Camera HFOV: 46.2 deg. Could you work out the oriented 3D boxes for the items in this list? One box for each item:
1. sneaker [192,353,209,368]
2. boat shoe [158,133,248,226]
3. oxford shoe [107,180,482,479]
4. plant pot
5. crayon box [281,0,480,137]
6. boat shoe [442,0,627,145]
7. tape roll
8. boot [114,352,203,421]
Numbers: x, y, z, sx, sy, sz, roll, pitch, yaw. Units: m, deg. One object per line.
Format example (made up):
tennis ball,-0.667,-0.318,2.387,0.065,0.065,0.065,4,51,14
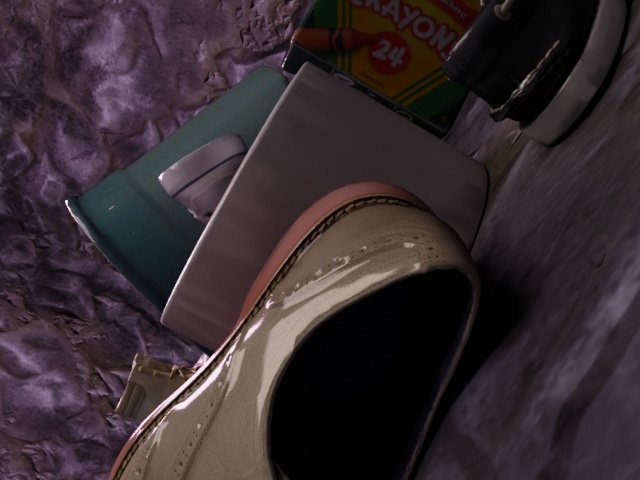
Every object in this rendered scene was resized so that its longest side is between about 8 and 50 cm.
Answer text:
sneaker,-0.203,0.245,1.570,0.111,0.103,0.252,-59,6,33
boat shoe,-0.095,-0.050,0.803,0.095,0.084,0.258,-32,-2,6
oxford shoe,-0.042,0.148,0.439,0.396,0.141,0.146,-63,14,7
plant pot,-0.120,-0.049,1.080,0.334,0.341,0.341,-44,4,-5
crayon box,0.117,-0.296,0.886,0.318,0.202,0.081,-63,6,-14
boat shoe,0.161,-0.194,0.536,0.114,0.091,0.302,-55,8,45
tape roll,0.000,0.000,0.620,0.246,0.169,0.246,-59,6,11
boot,-0.246,0.248,1.401,0.261,0.204,0.095,-61,6,7
